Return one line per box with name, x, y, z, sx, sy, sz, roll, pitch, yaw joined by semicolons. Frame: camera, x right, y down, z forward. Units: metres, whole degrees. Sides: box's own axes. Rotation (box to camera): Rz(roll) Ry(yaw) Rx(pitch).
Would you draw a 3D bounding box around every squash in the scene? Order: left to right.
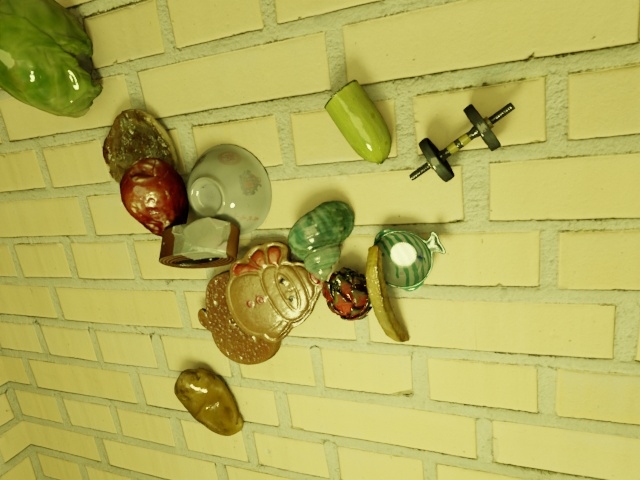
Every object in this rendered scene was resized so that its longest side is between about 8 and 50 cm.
squash;0.130;-0.343;1.224;0.132;0.132;0.247;-35;94;26

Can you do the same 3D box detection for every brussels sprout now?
brussels sprout;-1.016;-0.653;1.429;0.343;0.361;0.425;-16;99;22

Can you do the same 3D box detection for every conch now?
conch;0.000;0.000;1.362;0.221;0.195;0.277;3;81;-7

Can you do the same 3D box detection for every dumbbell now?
dumbbell;0.387;-0.270;1.136;0.325;0.143;0.143;-36;91;26

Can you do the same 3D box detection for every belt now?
belt;-0.433;0.017;1.459;0.339;0.217;0.122;-11;69;32

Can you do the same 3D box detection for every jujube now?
jujube;-0.589;-0.146;1.469;0.223;0.223;0.318;23;149;13

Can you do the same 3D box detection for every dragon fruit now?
dragon fruit;0.094;0.178;1.369;0.182;0.182;0.188;1;104;21

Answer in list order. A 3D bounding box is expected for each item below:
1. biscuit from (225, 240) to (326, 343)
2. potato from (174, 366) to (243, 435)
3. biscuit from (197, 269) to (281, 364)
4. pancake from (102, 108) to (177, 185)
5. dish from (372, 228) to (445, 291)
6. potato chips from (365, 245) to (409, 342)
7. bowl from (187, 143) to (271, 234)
biscuit;-0.164;0.182;1.481;0.381;0.074;0.358;-24;92;13
potato;-0.480;0.702;1.766;0.195;0.176;0.369;-38;100;-13
biscuit;-0.321;0.302;1.613;0.351;0.070;0.394;2;104;16
pancake;-0.705;-0.326;1.579;0.356;0.065;0.356;7;108;20
dish;0.278;0.045;1.310;0.246;0.078;0.224;-27;95;26
potato chips;0.206;0.198;1.324;0.057;0.080;0.406;8;129;44
bowl;-0.360;-0.165;1.445;0.346;0.157;0.345;6;109;19
